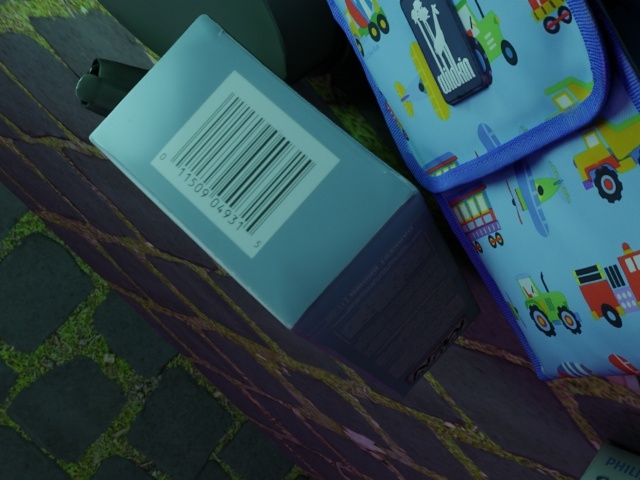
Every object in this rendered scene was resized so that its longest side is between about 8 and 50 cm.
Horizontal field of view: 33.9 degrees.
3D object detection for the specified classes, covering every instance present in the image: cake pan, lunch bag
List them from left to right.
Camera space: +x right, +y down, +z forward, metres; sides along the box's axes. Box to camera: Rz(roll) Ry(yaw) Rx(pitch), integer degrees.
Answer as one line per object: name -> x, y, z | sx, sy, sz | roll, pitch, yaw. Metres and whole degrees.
cake pan -> -0.107, -0.210, 0.755 | 0.293, 0.054, 0.293 | 36, 162, 13
lunch bag -> 0.122, -0.083, 0.534 | 0.293, 0.138, 0.221 | 53, 163, -2

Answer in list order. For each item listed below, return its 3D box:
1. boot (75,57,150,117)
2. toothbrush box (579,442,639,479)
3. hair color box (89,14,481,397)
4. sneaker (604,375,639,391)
boot -> -0.140, -0.124, 0.889 | 0.137, 0.077, 0.198 | 21, -175, -19
toothbrush box -> 0.388, 0.357, 1.042 | 0.216, 0.126, 0.295 | 18, 151, 48
hair color box -> 0.000, 0.000, 0.786 | 0.185, 0.113, 0.374 | 42, 178, 20
sneaker -> 0.215, 0.070, 0.798 | 0.070, 0.051, 0.134 | 23, 161, 30
